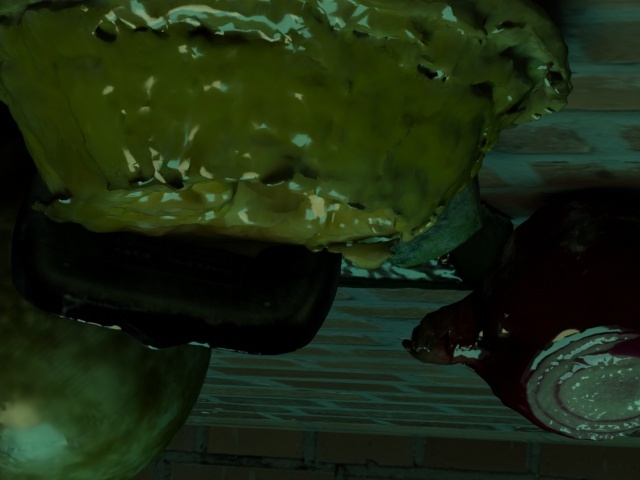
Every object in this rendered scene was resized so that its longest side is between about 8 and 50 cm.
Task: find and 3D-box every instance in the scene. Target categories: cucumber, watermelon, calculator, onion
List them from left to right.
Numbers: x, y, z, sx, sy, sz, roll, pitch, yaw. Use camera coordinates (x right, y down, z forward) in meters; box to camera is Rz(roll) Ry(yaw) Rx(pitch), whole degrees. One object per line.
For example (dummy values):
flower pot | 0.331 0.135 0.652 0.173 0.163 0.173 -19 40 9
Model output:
calculator | -0.074 -0.007 1.082 0.177 0.040 0.268 10 -152 -3
cucumber | 0.000 0.000 1.383 0.243 0.063 0.115 2 168 22
watermelon | 0.056 -0.029 1.185 0.084 0.092 0.072 11 -151 14
onion | 0.154 0.042 1.312 0.198 0.135 0.173 4 135 0

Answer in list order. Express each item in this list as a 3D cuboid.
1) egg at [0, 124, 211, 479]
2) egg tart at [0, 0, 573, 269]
egg | -0.182 0.050 1.215 0.238 0.238 0.289 8 -171 -14
egg tart | -0.033 -0.060 0.944 0.315 0.120 0.315 4 169 1
